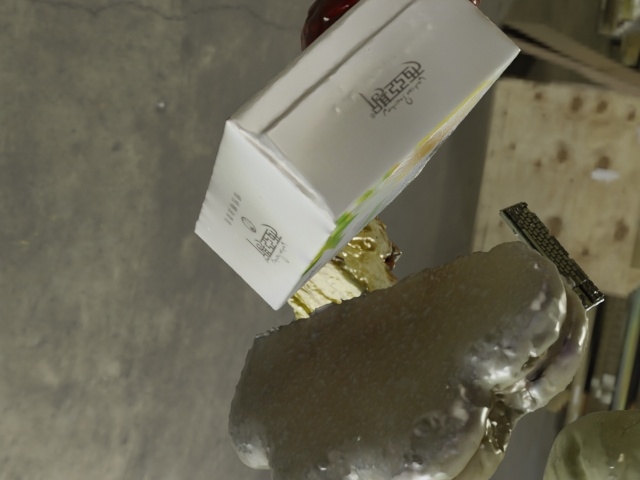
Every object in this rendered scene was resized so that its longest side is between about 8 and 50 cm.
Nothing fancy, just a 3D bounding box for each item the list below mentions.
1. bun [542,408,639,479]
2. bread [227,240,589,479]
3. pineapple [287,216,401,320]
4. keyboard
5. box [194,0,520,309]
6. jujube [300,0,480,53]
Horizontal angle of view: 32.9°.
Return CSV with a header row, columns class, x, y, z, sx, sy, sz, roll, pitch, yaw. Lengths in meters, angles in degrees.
class,x,y,z,sx,sy,sz,roll,pitch,yaw
bun,0.369,0.304,1.231,0.160,0.259,0.259,-39,135,-58
bread,0.055,0.132,0.854,0.102,0.337,0.183,35,46,-33
pineapple,0.000,0.000,1.221,0.186,0.115,0.236,9,61,-58
keyboard,0.229,0.015,1.077,0.015,0.129,0.049,-46,162,32
box,0.015,-0.071,0.831,0.194,0.111,0.260,-44,174,-18
jujube,0.077,-0.265,1.226,0.230,0.155,0.155,-41,155,6
